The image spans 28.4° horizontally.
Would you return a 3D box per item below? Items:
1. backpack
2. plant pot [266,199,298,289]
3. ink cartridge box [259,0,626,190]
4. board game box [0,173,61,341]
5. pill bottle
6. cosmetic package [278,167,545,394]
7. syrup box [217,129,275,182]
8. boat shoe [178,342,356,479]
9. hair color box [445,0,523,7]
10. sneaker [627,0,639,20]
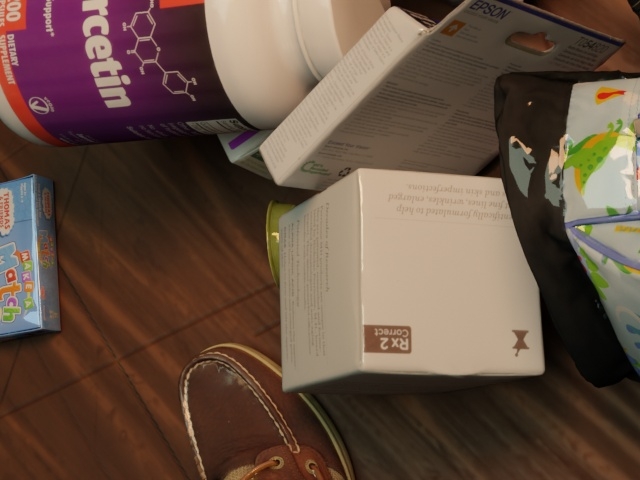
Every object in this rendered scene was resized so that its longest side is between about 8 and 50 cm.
[{"bbox_3d":[0.323,0.001,0.835,0.355,0.290,0.273,-14,49,18],"label":"backpack"},{"bbox_3d":[0.000,0.000,1.129,0.079,0.083,0.083,-7,77,12],"label":"plant pot"},{"bbox_3d":[0.097,-0.115,0.990,0.224,0.223,0.045,-41,62,29],"label":"ink cartridge box"},{"bbox_3d":[-0.369,0.031,1.313,0.211,0.039,0.160,-11,76,24],"label":"board game box"},{"bbox_3d":[-0.113,-0.176,1.044,0.322,0.181,0.182,-3,80,25],"label":"pill bottle"},{"bbox_3d":[0.065,0.040,0.999,0.183,0.151,0.152,152,118,-66],"label":"cosmetic package"},{"bbox_3d":[-0.074,-0.180,1.181,0.096,0.093,0.237,-32,69,17],"label":"syrup box"},{"bbox_3d":[-0.036,0.232,1.072,0.123,0.123,0.342,-35,68,16],"label":"boat shoe"},{"bbox_3d":[0.020,-0.347,1.037,0.374,0.113,0.185,22,90,-15],"label":"hair color box"},{"bbox_3d":[0.318,-0.247,0.919,0.227,0.130,0.087,-29,36,15],"label":"sneaker"}]
